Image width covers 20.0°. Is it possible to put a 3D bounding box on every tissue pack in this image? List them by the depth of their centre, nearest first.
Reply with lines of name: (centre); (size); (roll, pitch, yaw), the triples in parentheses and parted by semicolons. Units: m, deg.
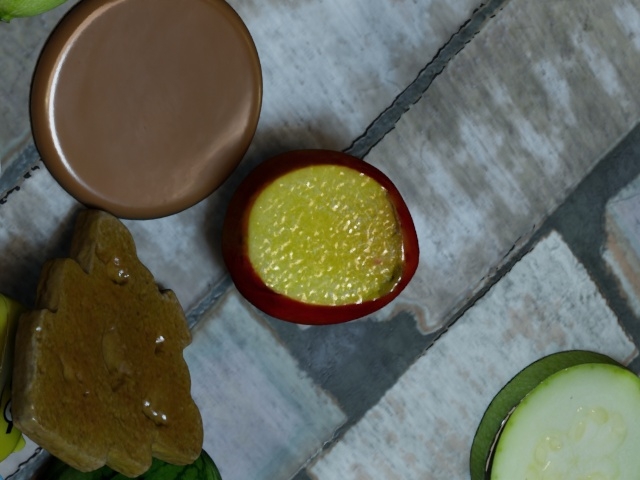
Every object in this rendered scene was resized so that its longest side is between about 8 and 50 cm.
tissue pack: (-0.339, 0.129, 1.734); (0.127, 0.123, 0.178); (10, 97, -40)

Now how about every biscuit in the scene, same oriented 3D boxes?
biscuit: (-0.217, 0.115, 1.752); (0.301, 0.043, 0.278); (-28, 101, -62)

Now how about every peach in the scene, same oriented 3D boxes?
peach: (0.000, 0.000, 1.848); (0.190, 0.192, 0.190); (-6, 99, -37)

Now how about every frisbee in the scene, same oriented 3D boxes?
frisbee: (-0.168, -0.140, 1.809); (0.251, 0.021, 0.251); (-9, 108, -27)

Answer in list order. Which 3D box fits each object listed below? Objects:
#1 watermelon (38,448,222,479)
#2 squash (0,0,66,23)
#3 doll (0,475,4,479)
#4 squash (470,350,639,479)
watermelon: (-0.195, 0.303, 1.873); (0.232, 0.127, 0.204); (-36, 119, -12)
squash: (-0.234, -0.307, 1.649); (0.247, 0.132, 0.132); (-51, 123, -6)
doll: (-0.432, 0.318, 1.730); (0.314, 0.141, 0.177); (-34, 163, -6)
squash: (0.292, 0.257, 2.186); (0.252, 0.049, 0.252); (-10, 112, -25)
